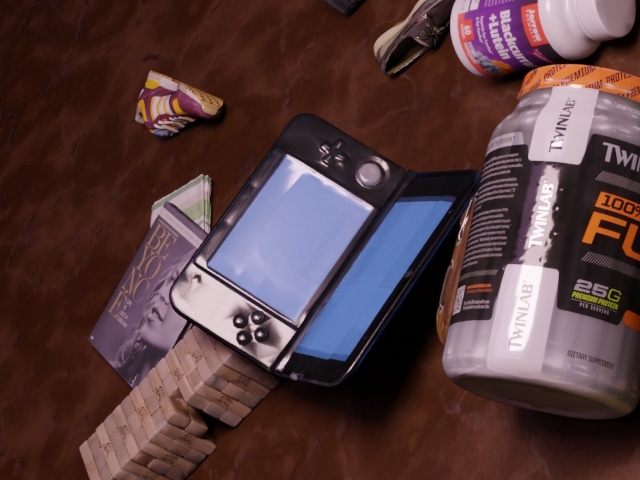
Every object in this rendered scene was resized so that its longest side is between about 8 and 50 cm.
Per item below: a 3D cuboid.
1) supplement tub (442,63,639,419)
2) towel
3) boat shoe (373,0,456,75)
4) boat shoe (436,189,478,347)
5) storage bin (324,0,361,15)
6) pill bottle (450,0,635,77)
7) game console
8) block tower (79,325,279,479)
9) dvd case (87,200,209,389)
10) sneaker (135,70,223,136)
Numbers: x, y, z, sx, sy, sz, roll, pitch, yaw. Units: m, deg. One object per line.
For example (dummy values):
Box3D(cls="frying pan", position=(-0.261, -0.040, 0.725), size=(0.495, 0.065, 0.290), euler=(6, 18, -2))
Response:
Box3D(cls="supplement tub", position=(0.240, 0.002, 1.627), size=(0.193, 0.193, 0.316), euler=(-1, 71, 47))
Box3D(cls="towel", position=(-0.187, -0.004, 2.249), size=(0.113, 0.023, 0.152), euler=(-28, 50, 35))
Box3D(cls="boat shoe", position=(0.128, -0.256, 2.052), size=(0.152, 0.056, 0.049), euler=(-41, 46, 35))
Box3D(cls="boat shoe", position=(0.196, -0.024, 1.777), size=(0.104, 0.110, 0.307), euler=(-11, 50, 61))
Box3D(cls="storage bin", position=(0.002, -0.395, 2.218), size=(0.084, 0.122, 0.180), euler=(-43, 41, 18))
Box3D(cls="pill bottle", position=(0.249, -0.248, 1.867), size=(0.193, 0.108, 0.108), euler=(-8, 60, 45))
Box3D(cls="game console", position=(0.000, 0.000, 1.871), size=(0.250, 0.173, 0.293), euler=(32, 74, 10))
Box3D(cls="block tower", position=(-0.157, 0.195, 2.029), size=(0.335, 0.091, 0.097), euler=(-47, 39, 13))
Box3D(cls="dvd case", position=(-0.215, 0.076, 2.203), size=(0.164, 0.018, 0.221), euler=(38, 100, 47))
Box3D(cls="sneaker", position=(-0.199, -0.178, 2.345), size=(0.185, 0.069, 0.084), euler=(28, 96, 57))
